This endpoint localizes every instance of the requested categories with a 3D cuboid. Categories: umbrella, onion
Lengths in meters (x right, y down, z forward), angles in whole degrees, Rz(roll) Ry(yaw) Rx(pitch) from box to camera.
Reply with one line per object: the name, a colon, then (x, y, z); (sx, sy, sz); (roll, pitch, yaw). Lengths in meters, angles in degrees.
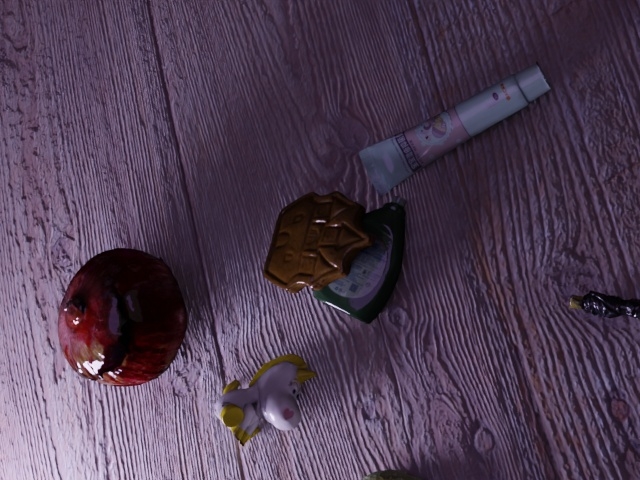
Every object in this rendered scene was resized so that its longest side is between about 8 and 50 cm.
umbrella: (0.443, 0.098, 1.596); (0.144, 0.040, 0.037); (7, 71, 22)
onion: (-0.348, 0.133, 1.852); (0.246, 0.190, 0.246); (-9, 76, 40)

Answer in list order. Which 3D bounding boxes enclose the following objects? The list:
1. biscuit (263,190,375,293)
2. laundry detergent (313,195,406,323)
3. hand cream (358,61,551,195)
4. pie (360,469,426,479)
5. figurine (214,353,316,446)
biscuit: (-0.002, -0.001, 1.778); (0.215, 0.034, 0.182); (-4, 63, 40)
laundry detergent: (0.076, 0.020, 1.767); (0.137, 0.063, 0.211); (23, 86, 34)
hand cream: (0.221, -0.187, 1.769); (0.331, 0.058, 0.085); (-29, 83, 20)
pie: (0.110, 0.443, 1.647); (0.187, 0.041, 0.187); (-6, 73, 21)
figurine: (-0.089, 0.256, 1.764); (0.178, 0.109, 0.129); (-24, 46, 13)
